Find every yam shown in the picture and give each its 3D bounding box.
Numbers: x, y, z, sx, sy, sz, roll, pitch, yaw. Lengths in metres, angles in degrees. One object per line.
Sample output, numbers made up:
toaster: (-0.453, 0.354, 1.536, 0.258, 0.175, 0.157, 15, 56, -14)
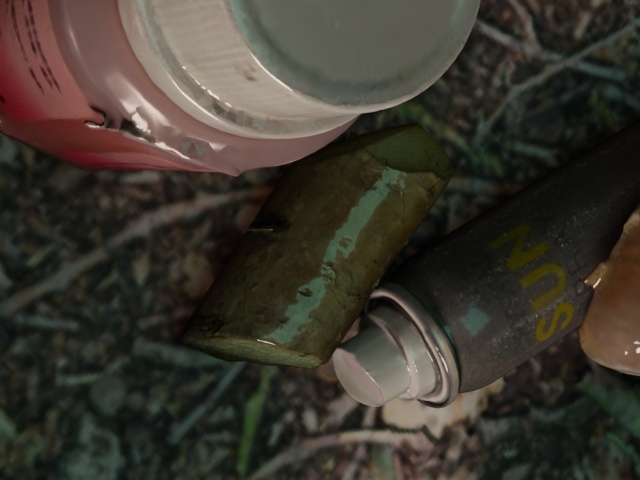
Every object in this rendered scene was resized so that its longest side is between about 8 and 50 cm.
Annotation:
yam: (0.000, 0.000, 0.784, 0.070, 0.070, 0.146, 38, 77, -24)

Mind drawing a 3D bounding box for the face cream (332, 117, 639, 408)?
face cream: (0.128, 0.000, 0.847, 0.283, 0.073, 0.073, -30, 106, -23)

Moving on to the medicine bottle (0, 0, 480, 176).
medicine bottle: (-0.044, -0.096, 0.655, 0.147, 0.247, 0.147, -1, 93, -28)

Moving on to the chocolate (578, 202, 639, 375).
chocolate: (0.249, 0.029, 0.857, 0.261, 0.083, 0.161, 15, 105, -45)
